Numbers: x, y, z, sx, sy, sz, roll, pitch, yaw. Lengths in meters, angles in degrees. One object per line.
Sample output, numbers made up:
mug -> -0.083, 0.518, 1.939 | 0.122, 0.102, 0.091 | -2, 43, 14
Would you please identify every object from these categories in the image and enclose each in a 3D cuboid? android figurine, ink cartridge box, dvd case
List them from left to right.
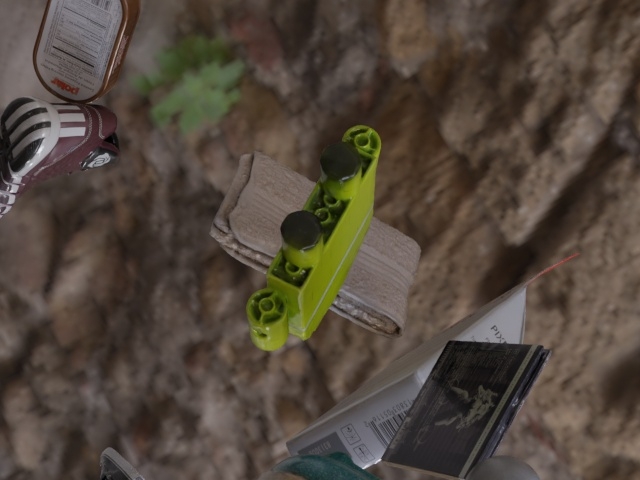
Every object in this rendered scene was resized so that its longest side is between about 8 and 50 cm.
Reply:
android figurine -> -0.002, 0.003, 1.666 | 0.248, 0.056, 0.273 | -61, 171, -17
ink cartridge box -> 0.173, 0.177, 2.166 | 0.385, 0.091, 0.308 | -30, 176, -42
dvd case -> 0.156, 0.184, 1.743 | 0.164, 0.018, 0.221 | -58, -163, -14

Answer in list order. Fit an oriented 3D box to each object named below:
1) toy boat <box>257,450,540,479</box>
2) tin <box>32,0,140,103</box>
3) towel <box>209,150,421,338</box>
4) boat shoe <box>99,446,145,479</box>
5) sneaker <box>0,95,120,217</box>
toy boat -> 0.086, 0.262, 1.384 | 0.148, 0.267, 0.318 | -57, -169, -19
tin -> -0.280, -0.247, 1.884 | 0.040, 0.106, 0.190 | -49, 165, -55
towel -> 0.000, 0.000, 2.066 | 0.049, 0.282, 0.187 | -55, -169, 38
boat shoe -> -0.248, 0.287, 1.932 | 0.040, 0.049, 0.142 | -38, -164, -15
sneaker -> -0.328, -0.090, 1.902 | 0.162, 0.106, 0.281 | -6, 168, -36
